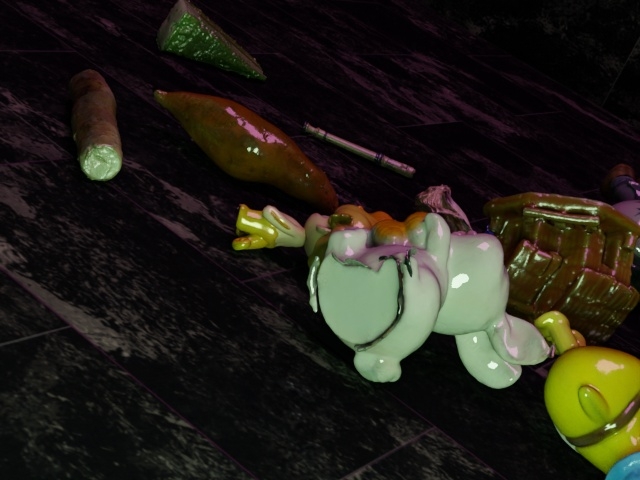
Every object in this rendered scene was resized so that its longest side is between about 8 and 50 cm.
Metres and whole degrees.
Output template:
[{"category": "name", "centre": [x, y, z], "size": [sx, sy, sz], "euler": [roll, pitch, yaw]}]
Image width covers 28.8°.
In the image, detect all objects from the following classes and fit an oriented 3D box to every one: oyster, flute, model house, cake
[{"category": "oyster", "centre": [0.224, -0.031, 2.166], "size": [0.163, 0.081, 0.191], "euler": [47, 15, -23]}, {"category": "flute", "centre": [0.072, -0.171, 2.367], "size": [0.233, 0.027, 0.027], "euler": [23, 22, -8]}, {"category": "model house", "centre": [0.367, 0.058, 1.956], "size": [0.199, 0.219, 0.229], "euler": [23, 64, -30]}, {"category": "cake", "centre": [-0.202, -0.400, 2.495], "size": [0.235, 0.099, 0.100], "euler": [16, 25, -25]}]

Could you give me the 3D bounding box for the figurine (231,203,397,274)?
[{"category": "figurine", "centre": [0.000, 0.000, 1.789], "size": [0.246, 0.131, 0.156], "euler": [11, -19, 2]}]

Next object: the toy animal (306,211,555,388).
[{"category": "toy animal", "centre": [0.150, 0.073, 1.638], "size": [0.310, 0.183, 0.247], "euler": [4, 66, -44]}]

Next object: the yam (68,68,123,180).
[{"category": "yam", "centre": [-0.340, -0.181, 1.881], "size": [0.071, 0.067, 0.317], "euler": [25, 19, -25]}]

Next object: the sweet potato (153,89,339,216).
[{"category": "sweet potato", "centre": [-0.119, -0.152, 2.006], "size": [0.359, 0.112, 0.112], "euler": [31, 22, 6]}]

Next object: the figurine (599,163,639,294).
[{"category": "figurine", "centre": [0.589, -0.014, 2.372], "size": [0.261, 0.186, 0.382], "euler": [19, 26, -2]}]

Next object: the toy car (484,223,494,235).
[{"category": "toy car", "centre": [0.382, 0.022, 2.214], "size": [0.216, 0.063, 0.103], "euler": [13, 24, -25]}]

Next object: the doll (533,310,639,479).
[{"category": "doll", "centre": [0.386, 0.245, 1.613], "size": [0.199, 0.145, 0.363], "euler": [39, 21, -41]}]
